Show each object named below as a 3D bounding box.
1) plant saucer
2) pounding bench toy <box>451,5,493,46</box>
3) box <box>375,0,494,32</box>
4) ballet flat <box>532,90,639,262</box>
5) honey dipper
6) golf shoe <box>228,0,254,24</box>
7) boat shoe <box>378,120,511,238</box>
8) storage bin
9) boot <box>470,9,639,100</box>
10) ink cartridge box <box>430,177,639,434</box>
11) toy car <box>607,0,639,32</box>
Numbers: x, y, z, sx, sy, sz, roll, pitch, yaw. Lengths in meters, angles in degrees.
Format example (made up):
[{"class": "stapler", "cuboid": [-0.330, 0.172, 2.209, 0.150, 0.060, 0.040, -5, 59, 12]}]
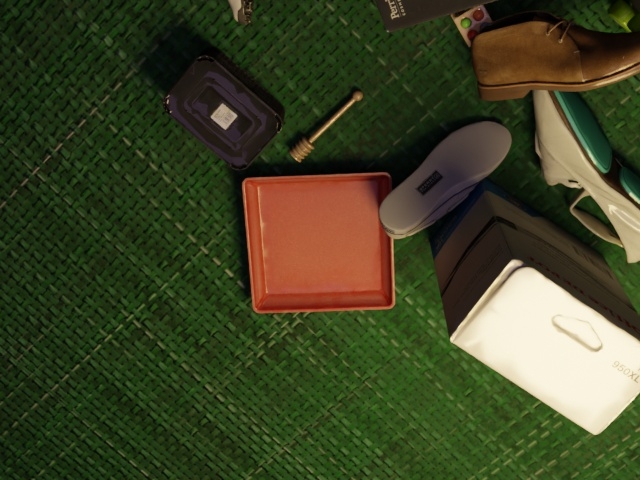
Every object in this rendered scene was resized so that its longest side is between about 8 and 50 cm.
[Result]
[{"class": "plant saucer", "cuboid": [0.000, 0.000, 1.724, 0.258, 0.048, 0.259, -2, 112, 3]}, {"class": "pounding bench toy", "cuboid": [0.239, -0.364, 1.562, 0.052, 0.065, 0.083, -30, 107, 13]}, {"class": "box", "cuboid": [0.198, -0.517, 1.378, 0.312, 0.179, 0.343, -12, 116, 26]}, {"class": "ballet flat", "cuboid": [0.453, -0.105, 1.633, 0.139, 0.139, 0.400, -40, 106, 16]}, {"class": "honey dipper", "cuboid": [0.011, -0.199, 1.657, 0.030, 0.030, 0.161, 43, 104, -13]}, {"class": "golf shoe", "cuboid": [-0.162, -0.437, 1.548, 0.094, 0.077, 0.198, -12, 100, 10]}, {"class": "boat shoe", "cuboid": [0.213, -0.097, 1.653, 0.267, 0.088, 0.096, -43, 73, -7]}, {"class": "storage bin", "cuboid": [-0.159, -0.221, 1.624, 0.180, 0.084, 0.122, 40, 107, -12]}, {"class": "boot", "cuboid": [0.371, -0.292, 1.468, 0.305, 0.112, 0.115, -5, 118, 30]}, {"class": "ink cartridge box", "cuboid": [0.345, 0.088, 1.559, 0.285, 0.395, 0.166, 33, 109, -10]}, {"class": "toy car", "cuboid": [0.582, -0.352, 1.523, 0.188, 0.149, 0.155, 33, 109, -23]}]
